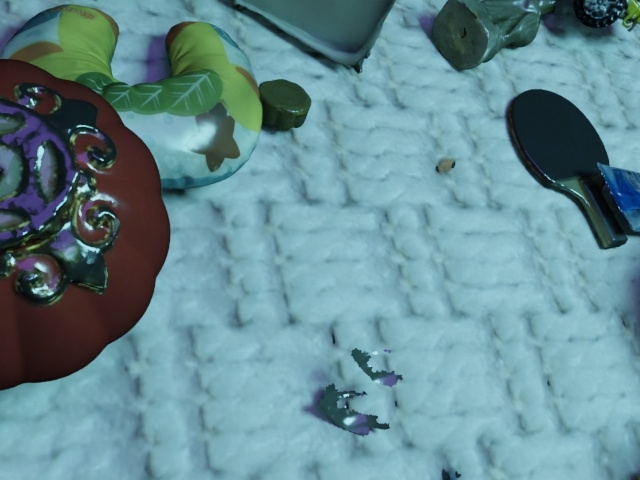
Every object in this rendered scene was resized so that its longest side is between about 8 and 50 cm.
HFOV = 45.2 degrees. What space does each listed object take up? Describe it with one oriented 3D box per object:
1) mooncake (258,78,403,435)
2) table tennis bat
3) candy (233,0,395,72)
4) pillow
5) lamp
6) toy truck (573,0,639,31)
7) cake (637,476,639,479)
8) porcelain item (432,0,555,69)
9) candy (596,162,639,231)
[{"bbox_3d":[0.002,-0.006,0.703,0.150,0.057,0.346,7,62,-7],"label":"mooncake"},{"bbox_3d":[0.297,-0.089,0.907,0.130,0.019,0.220,-9,65,-28],"label":"table tennis bat"},{"bbox_3d":[0.021,-0.303,0.803,0.185,0.195,0.137,28,50,-3],"label":"candy"},{"bbox_3d":[-0.165,-0.133,0.691,0.233,0.086,0.214,2,51,-21],"label":"pillow"},{"bbox_3d":[-0.213,-0.013,0.509,0.227,0.227,0.226,11,59,-19],"label":"lamp"},{"bbox_3d":[0.334,-0.385,1.012,0.286,0.111,0.136,44,28,2],"label":"toy truck"},{"bbox_3d":[0.382,0.281,0.615,0.227,0.222,0.286,43,54,0],"label":"cake"},{"bbox_3d":[0.237,-0.277,0.963,0.216,0.069,0.081,-27,71,-38],"label":"porcelain item"},{"bbox_3d":[0.375,-0.045,0.896,0.136,0.038,0.088,7,61,-41],"label":"candy"}]
